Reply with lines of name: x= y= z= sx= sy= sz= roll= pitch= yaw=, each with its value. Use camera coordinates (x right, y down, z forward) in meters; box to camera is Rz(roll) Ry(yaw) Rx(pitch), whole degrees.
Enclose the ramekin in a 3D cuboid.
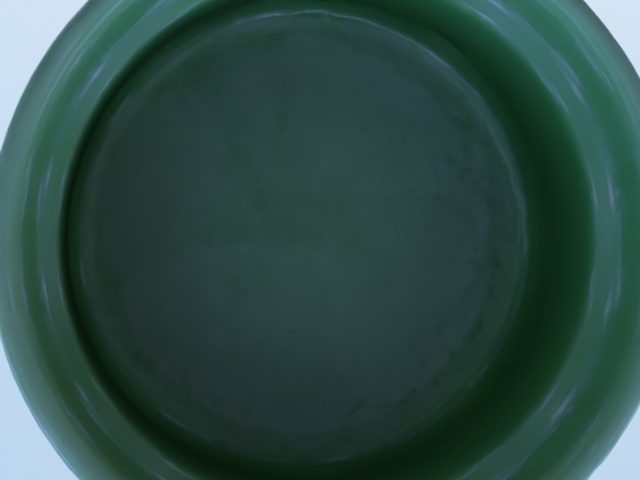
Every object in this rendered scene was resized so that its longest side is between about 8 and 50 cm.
ramekin: x=0.000 y=0.000 z=0.882 sx=0.303 sy=0.148 sz=0.303 roll=0 pitch=-89 yaw=-8
